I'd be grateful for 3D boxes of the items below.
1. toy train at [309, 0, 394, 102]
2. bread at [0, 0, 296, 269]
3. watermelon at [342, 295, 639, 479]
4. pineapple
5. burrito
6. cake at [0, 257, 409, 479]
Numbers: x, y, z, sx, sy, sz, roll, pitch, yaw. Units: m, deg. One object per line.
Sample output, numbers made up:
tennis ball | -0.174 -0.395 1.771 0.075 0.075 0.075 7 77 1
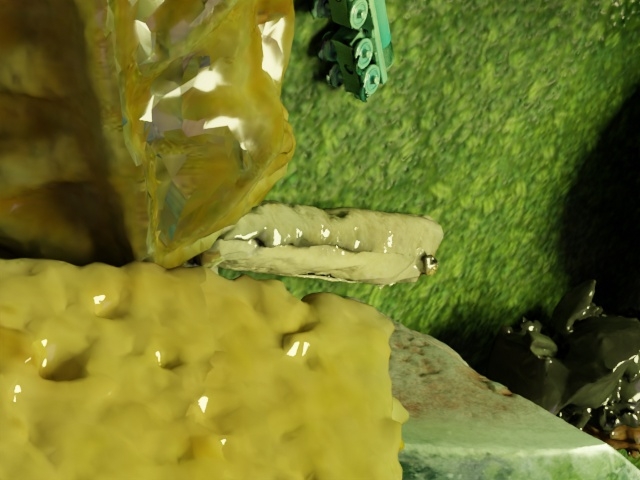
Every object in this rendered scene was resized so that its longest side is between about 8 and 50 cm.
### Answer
toy train | 0.017 -0.109 0.657 0.045 0.029 0.092 -53 149 -28
bread | -0.087 -0.108 0.469 0.152 0.130 0.268 -21 131 -22
watermelon | 0.004 0.125 0.758 0.289 0.214 0.320 33 134 -22
pineapple | 0.182 0.087 0.888 0.237 0.111 0.119 12 97 -57
burrito | 0.000 0.000 0.711 0.045 0.041 0.185 -27 159 36
cake | -0.095 0.169 0.520 0.227 0.222 0.286 7 145 -28
